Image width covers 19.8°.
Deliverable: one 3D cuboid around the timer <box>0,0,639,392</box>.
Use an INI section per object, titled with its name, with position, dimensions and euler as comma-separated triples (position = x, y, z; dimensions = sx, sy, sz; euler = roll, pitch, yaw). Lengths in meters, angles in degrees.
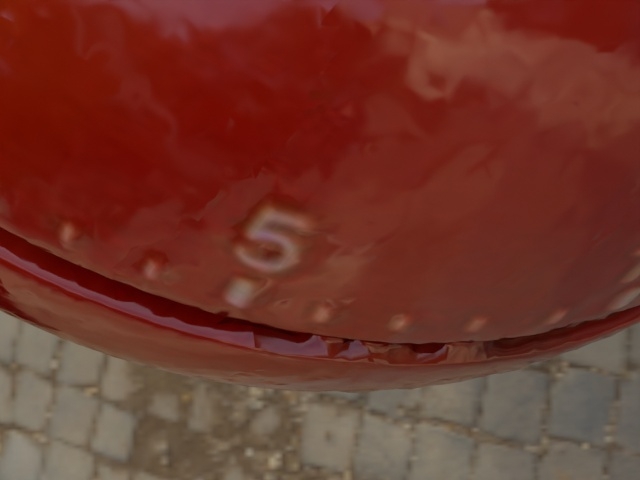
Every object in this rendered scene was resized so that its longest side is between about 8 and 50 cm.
[timer]
position = -0.003, -0.146, 0.496
dimensions = 0.279, 0.378, 0.378
euler = -51, 55, 57
